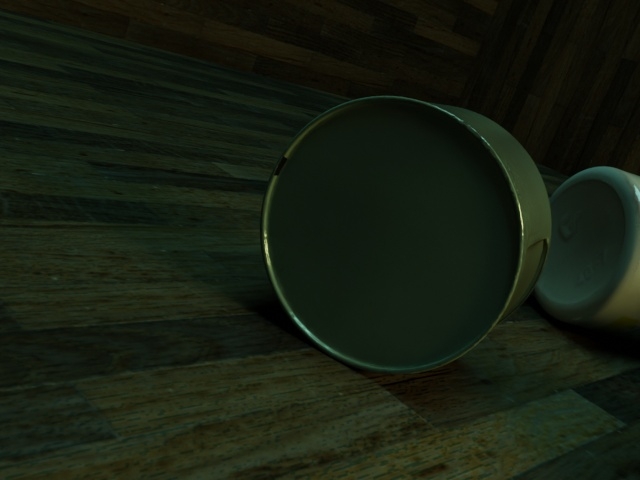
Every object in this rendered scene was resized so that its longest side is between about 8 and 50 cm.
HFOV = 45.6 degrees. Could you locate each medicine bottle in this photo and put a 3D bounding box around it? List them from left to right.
[{"bbox_3d":[0.474,0.044,1.027,0.339,0.208,0.208,16,16,-22],"label":"medicine bottle"}]

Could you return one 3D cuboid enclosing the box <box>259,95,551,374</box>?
[{"bbox_3d":[0.081,-0.010,0.676,0.226,0.226,0.149,27,17,21],"label":"box"}]
